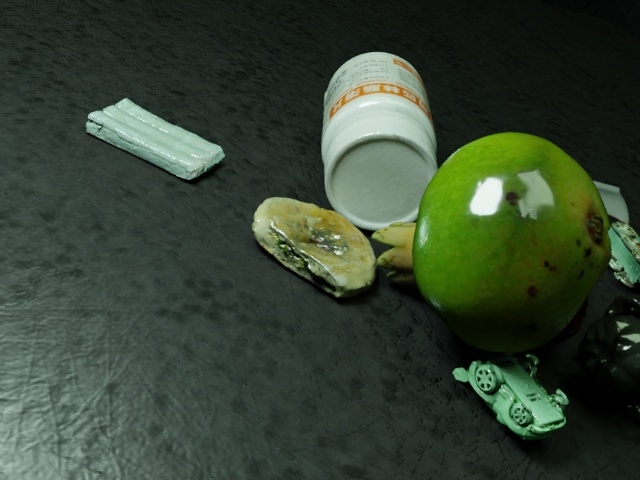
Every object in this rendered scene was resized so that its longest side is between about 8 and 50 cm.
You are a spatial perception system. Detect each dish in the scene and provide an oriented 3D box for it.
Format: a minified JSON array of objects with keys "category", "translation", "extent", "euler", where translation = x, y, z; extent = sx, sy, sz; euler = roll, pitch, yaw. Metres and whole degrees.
[{"category":"dish","translation":[0.543,-0.100,1.618],"extent":[0.212,0.077,0.151],"euler":[12,10,-16]}]

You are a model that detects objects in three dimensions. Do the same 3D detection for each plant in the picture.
[{"category":"plant","translation":[0.496,0.181,1.165],"extent":[0.256,0.142,0.164],"euler":[11,32,-39]}]

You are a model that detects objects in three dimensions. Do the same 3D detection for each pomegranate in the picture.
[{"category":"pomegranate","translation":[0.218,-0.012,1.082],"extent":[0.216,0.358,0.310],"euler":[43,56,-40]}]

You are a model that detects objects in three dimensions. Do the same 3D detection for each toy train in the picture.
[{"category":"toy train","translation":[0.260,0.210,1.038],"extent":[0.099,0.081,0.149],"euler":[-5,47,-37]},{"category":"toy train","translation":[0.638,0.040,1.522],"extent":[0.125,0.081,0.194],"euler":[24,28,-18]}]

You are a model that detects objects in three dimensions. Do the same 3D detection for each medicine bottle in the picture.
[{"category":"medicine bottle","translation":[0.107,-0.193,1.407],"extent":[0.210,0.211,0.372],"euler":[17,32,-9]}]

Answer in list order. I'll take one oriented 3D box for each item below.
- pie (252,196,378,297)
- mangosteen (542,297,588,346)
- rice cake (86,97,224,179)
[{"category":"pie","translation":[-0.001,0.003,1.202],"extent":[0.218,0.052,0.185],"euler":[34,28,13]},{"category":"mangosteen","translation":[0.327,0.089,1.187],"extent":[0.180,0.166,0.166],"euler":[-2,30,12]},{"category":"rice cake","translation":[-0.278,-0.171,1.299],"extent":[0.211,0.038,0.124],"euler":[29,33,9]}]
